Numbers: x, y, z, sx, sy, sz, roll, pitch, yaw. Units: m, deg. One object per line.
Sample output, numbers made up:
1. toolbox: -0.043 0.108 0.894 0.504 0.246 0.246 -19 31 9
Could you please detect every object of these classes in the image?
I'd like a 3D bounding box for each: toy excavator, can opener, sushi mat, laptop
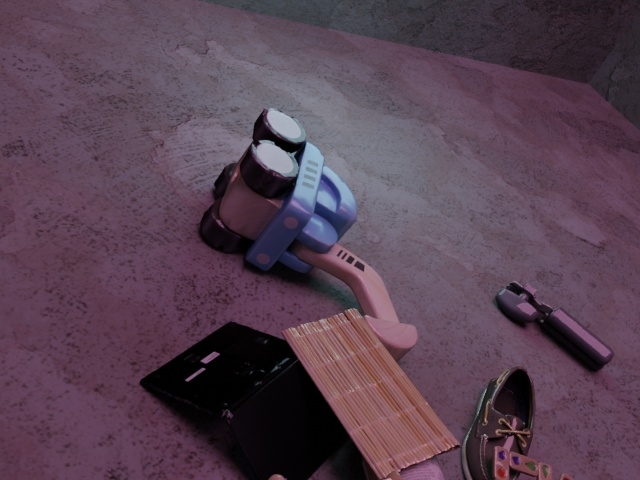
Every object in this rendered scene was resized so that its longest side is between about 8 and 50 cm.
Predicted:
1. toy excavator: 0.000 0.000 1.517 0.445 0.222 0.433 29 34 -15
2. can opener: 0.529 0.203 1.748 0.283 0.076 0.095 41 68 18
3. sushi mat: 0.073 0.232 1.218 0.151 0.019 0.316 -17 47 -26
4. laptop: -0.113 0.268 1.234 0.264 0.137 0.234 15 26 28

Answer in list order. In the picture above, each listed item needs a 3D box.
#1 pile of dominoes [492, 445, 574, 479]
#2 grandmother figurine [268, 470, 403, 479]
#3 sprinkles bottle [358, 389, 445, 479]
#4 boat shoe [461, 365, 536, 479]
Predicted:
1. pile of dominoes: 0.367 0.471 1.220 0.195 0.040 0.251 21 53 -13
2. grandmother figurine: -0.039 0.390 0.991 0.342 0.104 0.208 -8 27 -22
3. sprinkles bottle: 0.142 0.397 1.148 0.121 0.121 0.355 10 38 -25
4. boat shoe: 0.332 0.344 1.380 0.109 0.091 0.305 30 34 2
